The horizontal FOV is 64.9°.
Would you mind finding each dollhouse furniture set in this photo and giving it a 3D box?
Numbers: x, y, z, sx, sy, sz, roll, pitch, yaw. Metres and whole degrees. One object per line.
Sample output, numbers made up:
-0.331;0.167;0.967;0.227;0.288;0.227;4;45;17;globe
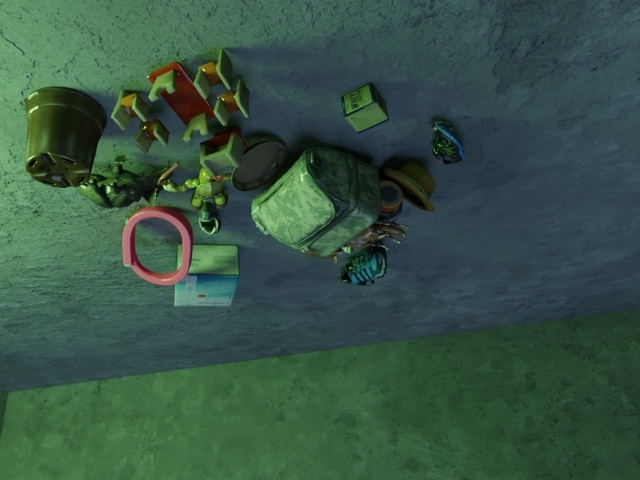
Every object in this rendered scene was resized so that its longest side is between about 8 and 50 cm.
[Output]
-0.274;-0.281;1.123;0.262;0.135;0.259;-16;140;16;dollhouse furniture set

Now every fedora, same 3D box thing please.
0.270;-0.165;1.450;0.079;0.194;0.194;-51;146;-3;fedora

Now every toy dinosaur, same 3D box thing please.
-0.544;-0.131;1.312;0.314;0.121;0.160;-12;146;3;toy dinosaur

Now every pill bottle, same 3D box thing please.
0.167;-0.090;1.514;0.131;0.130;0.245;-1;160;-12;pill bottle

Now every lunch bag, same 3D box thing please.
-0.019;-0.110;1.394;0.256;0.212;0.305;22;143;-28;lunch bag

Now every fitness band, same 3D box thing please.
-0.507;0.021;1.573;0.209;0.054;0.290;10;124;-5;fitness band

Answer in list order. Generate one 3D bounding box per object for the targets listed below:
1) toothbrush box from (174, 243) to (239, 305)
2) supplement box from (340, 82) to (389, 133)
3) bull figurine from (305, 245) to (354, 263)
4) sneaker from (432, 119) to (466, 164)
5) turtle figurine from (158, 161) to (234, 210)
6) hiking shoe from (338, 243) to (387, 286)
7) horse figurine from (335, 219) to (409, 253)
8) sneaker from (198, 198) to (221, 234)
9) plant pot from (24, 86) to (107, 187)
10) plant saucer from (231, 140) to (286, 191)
-0.421;0.134;1.843;0.216;0.126;0.295;3;152;-17;toothbrush box
0.105;-0.311;1.189;0.083;0.056;0.083;-20;150;24;supplement box
0.000;0.000;1.684;0.310;0.101;0.188;16;161;-31;bull figurine
0.334;-0.253;1.343;0.078;0.067;0.188;-24;151;18;sneaker
-0.288;-0.149;1.354;0.270;0.087;0.217;-21;166;-16;turtle figurine
0.167;0.107;1.943;0.132;0.113;0.304;-1;152;-14;hiking shoe
0.142;-0.011;1.455;0.175;0.066;0.263;10;162;-21;horse figurine
-0.343;-0.051;1.546;0.064;0.086;0.192;-4;153;-6;sneaker
-0.562;-0.215;1.096;0.167;0.165;0.167;-5;152;-3;plant pot
-0.165;-0.197;1.308;0.168;0.029;0.168;-33;157;-16;plant saucer
